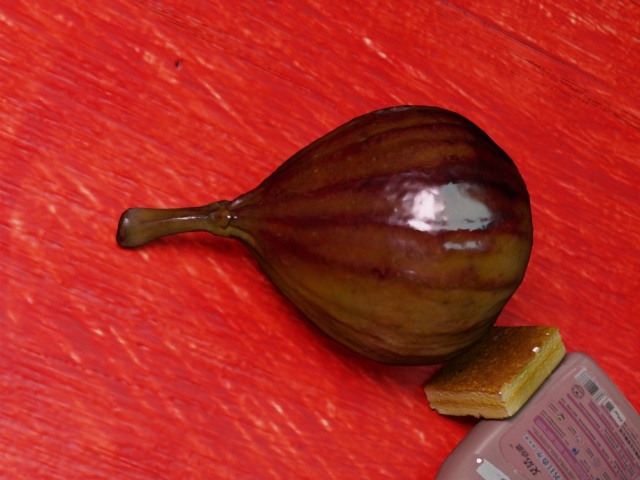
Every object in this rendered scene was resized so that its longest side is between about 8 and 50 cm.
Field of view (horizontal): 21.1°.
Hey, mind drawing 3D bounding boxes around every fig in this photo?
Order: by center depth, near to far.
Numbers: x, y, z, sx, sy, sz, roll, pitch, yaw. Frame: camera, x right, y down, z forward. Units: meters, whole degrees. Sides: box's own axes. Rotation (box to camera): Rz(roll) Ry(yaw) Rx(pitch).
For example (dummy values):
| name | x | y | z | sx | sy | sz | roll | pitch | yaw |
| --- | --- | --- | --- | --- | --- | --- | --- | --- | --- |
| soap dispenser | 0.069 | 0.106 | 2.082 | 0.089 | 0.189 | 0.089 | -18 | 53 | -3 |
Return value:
| name | x | y | z | sx | sy | sz | roll | pitch | yaw |
| --- | --- | --- | --- | --- | --- | --- | --- | --- | --- |
| fig | 0.000 | 0.000 | 1.362 | 0.320 | 0.217 | 0.217 | -2 | 68 | -10 |

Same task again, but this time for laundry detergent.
| name | x | y | z | sx | sy | sz | roll | pitch | yaw |
| --- | --- | --- | --- | --- | --- | --- | --- | --- | --- |
| laundry detergent | 0.185 | 0.218 | 1.422 | 0.171 | 0.076 | 0.237 | 51 | 54 | -2 |

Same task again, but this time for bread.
| name | x | y | z | sx | sy | sz | roll | pitch | yaw |
| --- | --- | --- | --- | --- | --- | --- | --- | --- | --- |
| bread | 0.147 | 0.109 | 1.440 | 0.094 | 0.090 | 0.035 | -42 | 116 | -36 |
